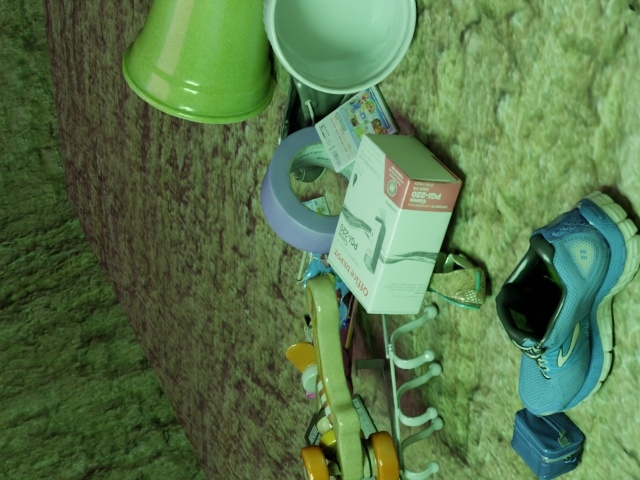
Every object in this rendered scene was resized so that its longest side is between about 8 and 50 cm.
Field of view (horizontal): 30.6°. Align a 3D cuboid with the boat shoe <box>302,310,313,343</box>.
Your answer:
[{"bbox_3d":[0.003,0.166,2.215,0.170,0.063,0.059,8,120,68],"label":"boat shoe"}]

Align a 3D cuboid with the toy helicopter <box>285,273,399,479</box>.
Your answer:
[{"bbox_3d":[0.017,0.210,1.820,0.235,0.140,0.355,-118,20,-65],"label":"toy helicopter"}]

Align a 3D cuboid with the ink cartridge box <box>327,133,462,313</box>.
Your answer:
[{"bbox_3d":[0.101,-0.024,1.677,0.158,0.092,0.218,51,134,52],"label":"ink cartridge box"}]

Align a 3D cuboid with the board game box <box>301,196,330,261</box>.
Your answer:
[{"bbox_3d":[0.000,0.000,2.138,0.103,0.026,0.154,-7,100,69],"label":"board game box"}]

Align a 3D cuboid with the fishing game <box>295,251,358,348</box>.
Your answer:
[{"bbox_3d":[0.004,0.073,1.963,0.264,0.041,0.189,-126,44,-57],"label":"fishing game"}]

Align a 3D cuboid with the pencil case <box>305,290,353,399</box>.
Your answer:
[{"bbox_3d":[0.014,0.176,2.063,0.095,0.098,0.209,-17,68,42],"label":"pencil case"}]

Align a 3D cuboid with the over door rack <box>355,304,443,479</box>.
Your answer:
[{"bbox_3d":[0.130,0.191,1.887,0.324,0.108,0.240,-115,17,-59],"label":"over door rack"}]

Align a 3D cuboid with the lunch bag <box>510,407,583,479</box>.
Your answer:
[{"bbox_3d":[0.300,0.263,1.544,0.098,0.067,0.065,47,148,46],"label":"lunch bag"}]

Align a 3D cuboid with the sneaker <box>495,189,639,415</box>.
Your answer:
[{"bbox_3d":[0.264,0.090,1.382,0.130,0.147,0.330,52,152,41],"label":"sneaker"}]

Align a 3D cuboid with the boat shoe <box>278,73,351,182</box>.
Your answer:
[{"bbox_3d":[-0.032,-0.198,1.957,0.112,0.095,0.335,63,157,22],"label":"boat shoe"}]

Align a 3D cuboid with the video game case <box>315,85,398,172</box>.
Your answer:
[{"bbox_3d":[0.054,-0.171,1.784,0.122,0.011,0.087,-34,71,29],"label":"video game case"}]

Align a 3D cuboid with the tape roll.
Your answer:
[{"bbox_3d":[0.005,-0.080,1.834,0.189,0.189,0.080,66,158,16],"label":"tape roll"}]

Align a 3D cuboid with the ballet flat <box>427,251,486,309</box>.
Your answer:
[{"bbox_3d":[0.181,0.051,1.697,0.206,0.073,0.067,17,95,62],"label":"ballet flat"}]

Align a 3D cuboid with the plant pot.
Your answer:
[{"bbox_3d":[-0.188,-0.384,2.017,0.276,0.276,0.254,56,143,35],"label":"plant pot"}]

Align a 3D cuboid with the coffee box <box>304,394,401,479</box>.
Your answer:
[{"bbox_3d":[0.071,0.438,2.216,0.246,0.098,0.141,62,157,24],"label":"coffee box"}]

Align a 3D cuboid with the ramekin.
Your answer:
[{"bbox_3d":[0.017,-0.313,1.605,0.109,0.207,0.207,-134,32,-66],"label":"ramekin"}]
